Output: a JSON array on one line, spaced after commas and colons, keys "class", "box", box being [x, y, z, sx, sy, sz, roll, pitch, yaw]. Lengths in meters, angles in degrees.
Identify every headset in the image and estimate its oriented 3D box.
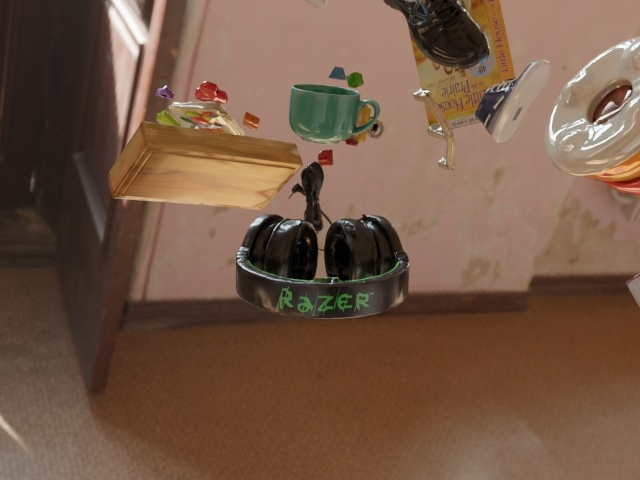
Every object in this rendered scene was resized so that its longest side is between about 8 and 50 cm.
[{"class": "headset", "box": [0.000, 0.000, 1.222, 0.243, 0.185, 0.394, 1, 14, -3]}]

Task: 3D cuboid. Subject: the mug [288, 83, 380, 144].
[{"class": "mug", "box": [0.015, -0.232, 1.538, 0.157, 0.097, 0.129, 21, 23, 38]}]

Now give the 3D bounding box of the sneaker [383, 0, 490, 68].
[{"class": "sneaker", "box": [0.237, -0.511, 1.797, 0.125, 0.140, 0.341, -39, 72, -10]}]

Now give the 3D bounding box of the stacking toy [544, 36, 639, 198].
[{"class": "stacking toy", "box": [0.777, -0.192, 1.846, 0.480, 0.350, 0.350, 33, 22, -23]}]

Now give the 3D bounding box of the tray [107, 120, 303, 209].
[{"class": "tray", "box": [-0.265, -0.165, 1.938, 0.411, 0.203, 0.076, 4, 56, -38]}]

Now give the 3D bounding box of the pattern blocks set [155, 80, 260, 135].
[{"class": "pattern blocks set", "box": [-0.291, -0.305, 2.111, 0.285, 0.026, 0.325, 0, -21, 30]}]

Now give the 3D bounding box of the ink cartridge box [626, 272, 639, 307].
[{"class": "ink cartridge box", "box": [0.656, 0.115, 1.454, 0.176, 0.128, 0.127, 30, 31, -41]}]

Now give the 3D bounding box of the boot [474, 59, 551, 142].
[{"class": "boot", "box": [0.361, -0.284, 1.577, 0.069, 0.190, 0.086, -11, 53, -37]}]

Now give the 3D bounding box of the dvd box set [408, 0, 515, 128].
[{"class": "dvd box set", "box": [0.364, -0.515, 2.181, 0.062, 0.420, 0.307, -15, 6, -32]}]

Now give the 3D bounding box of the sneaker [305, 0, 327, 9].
[{"class": "sneaker", "box": [-0.048, -0.704, 2.164, 0.212, 0.094, 0.080, 41, -3, -17]}]

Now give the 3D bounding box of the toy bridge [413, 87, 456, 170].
[{"class": "toy bridge", "box": [0.242, -0.218, 1.664, 0.026, 0.188, 0.063, -36, 33, -16]}]

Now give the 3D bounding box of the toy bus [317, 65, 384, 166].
[{"class": "toy bus", "box": [0.065, -0.268, 1.848, 0.104, 0.191, 0.202, -3, 62, -51]}]
